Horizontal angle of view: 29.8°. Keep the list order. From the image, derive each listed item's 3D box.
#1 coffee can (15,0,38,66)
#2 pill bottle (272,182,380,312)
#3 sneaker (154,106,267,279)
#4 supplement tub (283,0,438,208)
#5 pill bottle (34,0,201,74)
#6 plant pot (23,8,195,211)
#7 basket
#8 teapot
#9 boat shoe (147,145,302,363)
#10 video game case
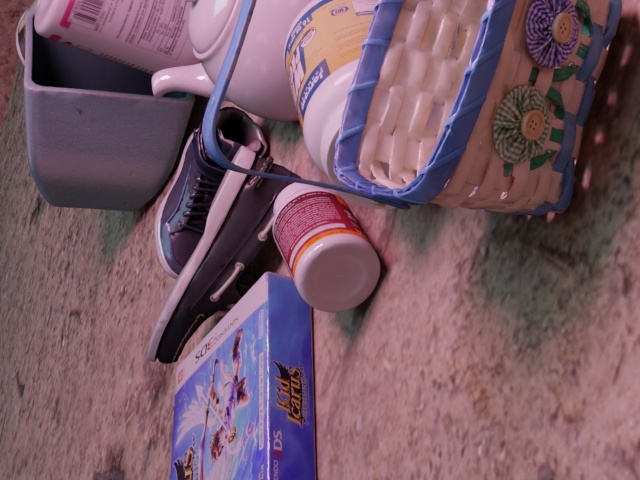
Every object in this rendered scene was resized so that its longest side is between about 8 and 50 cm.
[{"bbox_3d":[-0.444,-0.414,2.277,0.275,0.202,0.201,-20,56,61],"label":"coffee can"},{"bbox_3d":[0.000,0.000,1.216,0.086,0.086,0.152,-63,27,21],"label":"pill bottle"},{"bbox_3d":[-0.143,-0.066,1.558,0.163,0.086,0.226,-23,53,63],"label":"sneaker"},{"bbox_3d":[0.048,-0.137,1.134,0.144,0.144,0.199,-58,28,30],"label":"supplement tub"},{"bbox_3d":[-0.242,-0.319,1.691,0.160,0.283,0.160,-43,38,47],"label":"pill bottle"},{"bbox_3d":[-0.347,-0.188,1.902,0.247,0.247,0.252,-106,24,-50],"label":"plant pot"},{"bbox_3d":[0.071,-0.148,0.917,0.201,0.289,0.254,-162,86,-71],"label":"basket"},{"bbox_3d":[-0.071,-0.275,1.425,0.252,0.187,0.255,8,81,65],"label":"teapot"},{"bbox_3d":[-0.117,0.036,1.430,0.302,0.091,0.114,-62,7,27],"label":"boat shoe"},{"bbox_3d":[-0.090,0.208,1.301,0.244,0.061,0.269,-47,35,45],"label":"video game case"}]
